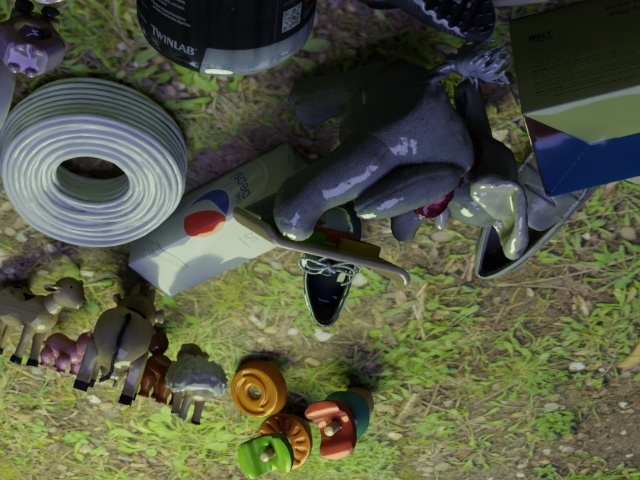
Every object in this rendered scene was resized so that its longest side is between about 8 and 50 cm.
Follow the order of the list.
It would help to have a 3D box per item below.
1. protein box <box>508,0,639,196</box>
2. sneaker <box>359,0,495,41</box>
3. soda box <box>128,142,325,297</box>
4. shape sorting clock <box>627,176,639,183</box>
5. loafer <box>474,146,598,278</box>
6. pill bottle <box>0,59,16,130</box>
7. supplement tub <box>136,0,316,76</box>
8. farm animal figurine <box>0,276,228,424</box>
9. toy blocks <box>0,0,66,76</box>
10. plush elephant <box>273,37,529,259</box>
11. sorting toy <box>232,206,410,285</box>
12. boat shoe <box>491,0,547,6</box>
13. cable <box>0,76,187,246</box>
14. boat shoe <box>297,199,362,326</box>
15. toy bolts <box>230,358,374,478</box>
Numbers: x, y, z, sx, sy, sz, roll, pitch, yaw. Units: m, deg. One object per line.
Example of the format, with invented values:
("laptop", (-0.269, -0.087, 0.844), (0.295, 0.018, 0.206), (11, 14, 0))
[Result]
("protein box", (0.348, -0.186, 1.544), (0.200, 0.201, 0.136), (-13, 130, 13))
("sneaker", (0.098, -0.303, 1.483), (0.234, 0.078, 0.106), (31, 166, -4))
("soda box", (-0.135, -0.026, 1.807), (0.286, 0.091, 0.098), (-25, 133, 24))
("shape sorting clock", (0.472, -0.157, 1.709), (0.206, 0.040, 0.206), (2, 127, 3))
("loafer", (0.308, -0.059, 1.748), (0.112, 0.111, 0.319), (33, 134, 6))
("pill bottle", (-0.534, -0.207, 1.503), (0.302, 0.169, 0.169), (17, 136, -33))
("supplement tub", (-0.096, -0.360, 1.345), (0.207, 0.207, 0.338), (3, 139, -5))
("farm animal figurine", (-0.323, 0.142, 1.926), (0.330, 0.172, 0.327), (19, 176, -21))
("toy blocks", (-0.389, -0.303, 1.319), (0.289, 0.260, 0.309), (12, 123, -16))
("plush elephant", (0.135, -0.096, 1.596), (0.330, 0.271, 0.255), (-25, 128, 20))
("sorting toy", (0.000, 0.000, 1.665), (0.208, 0.193, 0.038), (18, 93, -19))
("boat shoe", (0.311, -0.346, 1.440), (0.302, 0.113, 0.103), (-11, 143, 12))
("cable", (-0.312, -0.102, 1.719), (0.257, 0.089, 0.257), (-24, 133, 24))
("boat shoe", (0.012, 0.029, 1.881), (0.095, 0.079, 0.254), (5, 138, -6))
("toy bolts", (-0.024, 0.285, 2.169), (0.229, 0.158, 0.218), (-12, 98, 26))
